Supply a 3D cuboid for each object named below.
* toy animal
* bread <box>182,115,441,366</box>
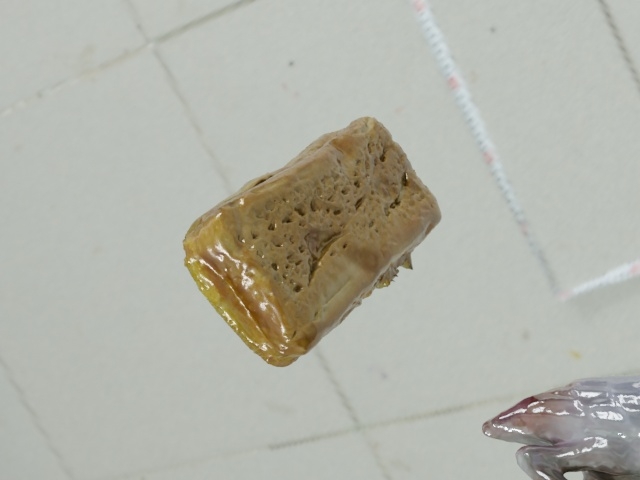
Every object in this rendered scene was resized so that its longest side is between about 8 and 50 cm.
[{"bbox_3d":[0.253,0.145,1.079,0.195,0.324,0.090,53,170,33],"label":"toy animal"},{"bbox_3d":[0.001,-0.001,1.187,0.077,0.271,0.139,-32,95,33],"label":"bread"}]
